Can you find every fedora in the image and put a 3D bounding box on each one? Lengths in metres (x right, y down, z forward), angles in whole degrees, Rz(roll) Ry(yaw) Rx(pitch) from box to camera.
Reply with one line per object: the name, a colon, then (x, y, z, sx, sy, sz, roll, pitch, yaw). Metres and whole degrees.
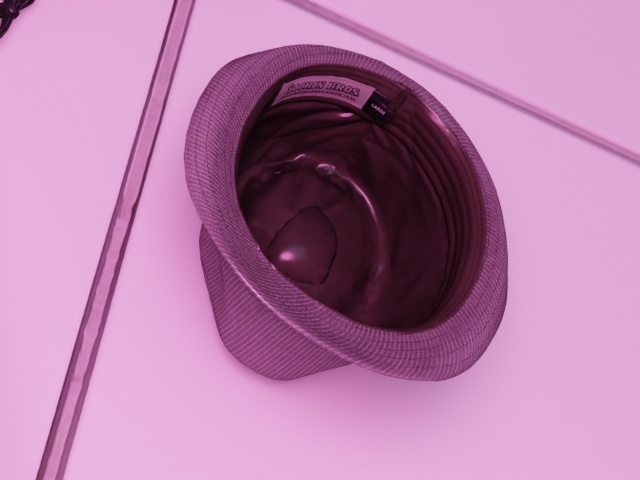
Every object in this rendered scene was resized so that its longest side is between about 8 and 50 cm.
fedora: (0.000, 0.000, 1.057, 0.244, 0.124, 0.275, 27, 45, -16)

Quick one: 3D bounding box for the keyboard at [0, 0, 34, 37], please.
keyboard: (-0.251, -0.170, 1.078, 0.108, 0.023, 0.180, 22, 55, -9)
